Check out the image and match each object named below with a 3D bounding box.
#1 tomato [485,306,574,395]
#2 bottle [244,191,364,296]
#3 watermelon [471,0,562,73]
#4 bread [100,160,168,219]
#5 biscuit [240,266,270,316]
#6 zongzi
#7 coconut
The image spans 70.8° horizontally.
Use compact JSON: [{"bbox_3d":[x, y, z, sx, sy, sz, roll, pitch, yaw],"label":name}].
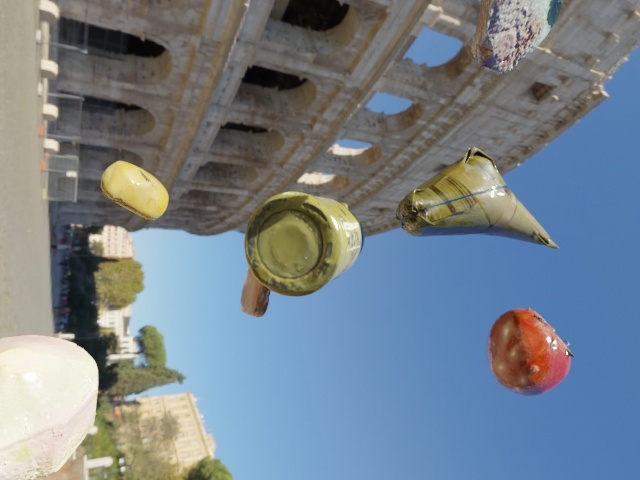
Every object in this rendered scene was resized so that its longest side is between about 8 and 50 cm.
[{"bbox_3d":[0.398,0.220,0.876,0.167,0.167,0.168,-11,-102,60],"label":"tomato"},{"bbox_3d":[0.000,0.000,0.887,0.171,0.351,0.172,1,-88,16],"label":"bottle"},{"bbox_3d":[0.209,-0.260,0.500,0.081,0.180,0.094,26,-96,30],"label":"watermelon"},{"bbox_3d":[-0.313,-0.091,0.775,0.056,0.115,0.082,-31,-141,31],"label":"bread"},{"bbox_3d":[-0.131,0.067,0.961,0.192,0.036,0.186,167,-61,-70],"label":"biscuit"},{"bbox_3d":[0.334,-0.029,0.964,0.289,0.260,0.123,52,-22,8],"label":"zongzi"},{"bbox_3d":[-0.493,0.274,0.738,0.233,0.233,0.245,-116,-145,-42],"label":"coconut"}]
